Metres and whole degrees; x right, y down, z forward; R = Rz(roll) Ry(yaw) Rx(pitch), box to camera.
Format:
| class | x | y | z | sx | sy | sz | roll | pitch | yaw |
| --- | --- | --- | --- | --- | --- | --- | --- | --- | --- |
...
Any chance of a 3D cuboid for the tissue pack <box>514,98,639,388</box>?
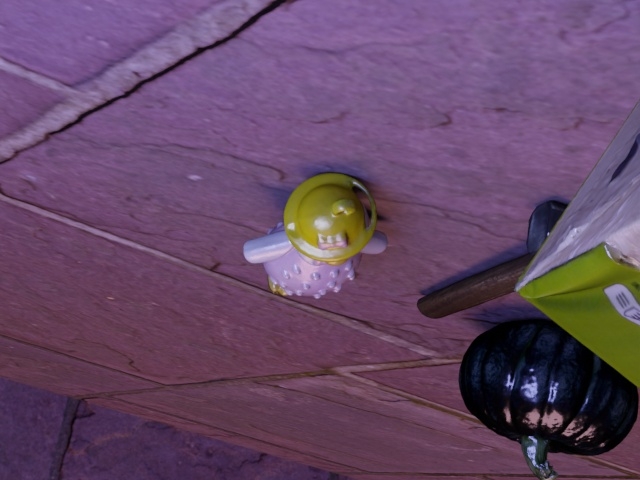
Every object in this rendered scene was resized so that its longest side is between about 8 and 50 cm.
| class | x | y | z | sx | sy | sz | roll | pitch | yaw |
| --- | --- | --- | --- | --- | --- | --- | --- | --- | --- |
| tissue pack | 0.271 | 0.018 | 0.593 | 0.275 | 0.200 | 0.167 | 38 | 159 | -3 |

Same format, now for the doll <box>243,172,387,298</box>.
| class | x | y | z | sx | sy | sz | roll | pitch | yaw |
| --- | --- | --- | --- | --- | --- | --- | --- | --- | --- |
| doll | 0.000 | 0.000 | 1.078 | 0.129 | 0.081 | 0.207 | -4 | 164 | -13 |

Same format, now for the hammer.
| class | x | y | z | sx | sy | sz | roll | pitch | yaw |
| --- | --- | --- | --- | --- | --- | --- | --- | --- | --- |
| hammer | 0.173 | 0.034 | 1.153 | 0.111 | 0.043 | 0.365 | 15 | 165 | -15 |

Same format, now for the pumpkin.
| class | x | y | z | sx | sy | sz | roll | pitch | yaw |
| --- | --- | --- | --- | --- | --- | --- | --- | --- | --- |
| pumpkin | 0.239 | 0.158 | 1.336 | 0.194 | 0.150 | 0.194 | 44 | 169 | 11 |
